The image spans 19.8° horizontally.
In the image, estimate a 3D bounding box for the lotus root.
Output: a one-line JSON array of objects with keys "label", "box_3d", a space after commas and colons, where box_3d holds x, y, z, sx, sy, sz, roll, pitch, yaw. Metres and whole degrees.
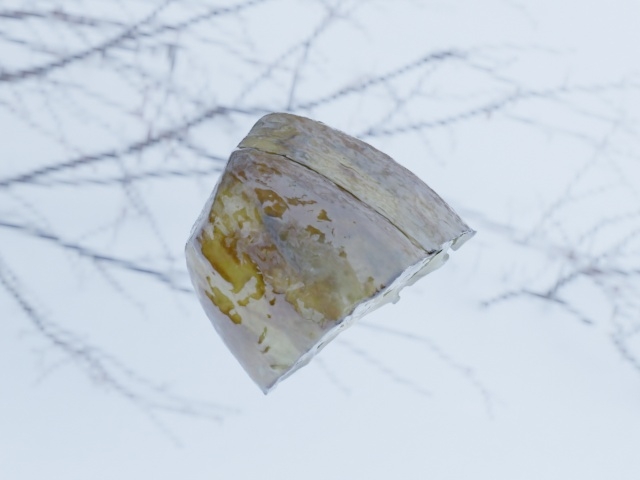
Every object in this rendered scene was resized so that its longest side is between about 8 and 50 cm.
[{"label": "lotus root", "box_3d": [-0.003, -0.001, 0.991, 0.135, 0.095, 0.159, 39, 67, 2]}]
